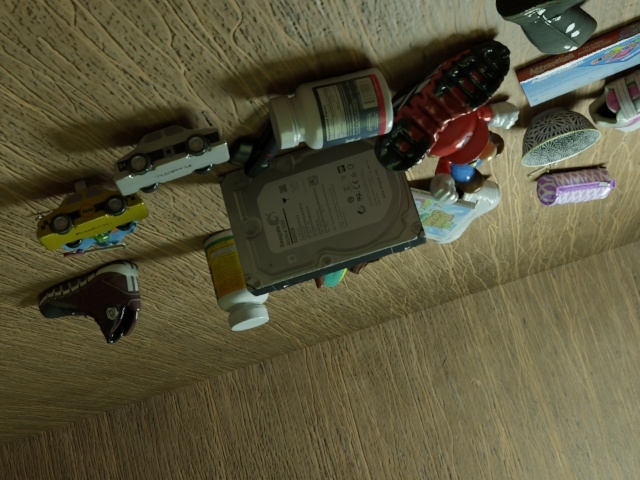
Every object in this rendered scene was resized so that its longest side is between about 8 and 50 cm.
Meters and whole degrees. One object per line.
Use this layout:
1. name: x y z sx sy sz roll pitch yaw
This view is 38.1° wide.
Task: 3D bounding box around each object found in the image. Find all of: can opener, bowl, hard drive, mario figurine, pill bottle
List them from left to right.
1. pill bottle: -0.182 0.089 2.066 0.117 0.208 0.117 -15 164 -4
2. can opener: -0.091 -0.163 1.580 0.073 0.059 0.186 -4 160 -35
3. hard drive: 0.000 -0.058 1.706 0.338 0.237 0.064 -17 164 6
4. pill bottle: 0.014 -0.203 1.462 0.180 0.108 0.108 -14 164 -8
5. mario figurine: 0.289 -0.164 1.731 0.170 0.198 0.320 -8 171 18
6. bowl: 0.482 -0.223 1.906 0.170 0.080 0.170 -14 164 -4

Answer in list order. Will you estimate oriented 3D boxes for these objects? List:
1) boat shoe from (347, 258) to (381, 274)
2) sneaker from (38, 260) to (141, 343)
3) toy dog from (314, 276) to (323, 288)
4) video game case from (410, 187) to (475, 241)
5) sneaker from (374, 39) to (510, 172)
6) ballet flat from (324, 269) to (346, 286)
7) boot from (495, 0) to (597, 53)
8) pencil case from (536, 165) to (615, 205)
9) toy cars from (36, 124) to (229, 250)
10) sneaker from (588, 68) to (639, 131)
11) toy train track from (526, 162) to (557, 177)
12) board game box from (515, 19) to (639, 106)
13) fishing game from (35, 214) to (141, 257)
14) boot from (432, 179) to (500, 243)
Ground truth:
1. boat shoe: 0.123 0.026 2.186 0.178 0.060 0.064 -34 155 -34
2. sneaker: -0.515 0.165 2.080 0.281 0.163 0.106 -25 162 26
3. toy dog: 0.000 0.000 2.035 0.220 0.161 0.334 -17 164 2
4. video game case: 0.235 -0.061 2.170 0.193 0.023 0.212 13 157 -8
5. sneaker: 0.194 -0.237 1.546 0.276 0.097 0.135 -43 -158 13
6. ballet flat: 0.057 0.006 2.241 0.077 0.077 0.231 22 115 -16
7. boot: 0.378 -0.347 1.396 0.189 0.076 0.208 -10 163 34
8. pencil case: 0.647 -0.135 2.349 0.206 0.086 0.088 -10 -163 -26
9. toy cars: -0.321 -0.100 1.536 0.393 0.087 0.176 -30 164 32
10. sneaker: 0.623 -0.281 1.811 0.111 0.103 0.252 -10 162 -26
11. toy train track: 0.543 -0.170 2.264 0.083 0.014 0.048 -28 160 36
12. board game box: 0.499 -0.326 1.674 0.281 0.027 0.145 -21 165 16
13. fishing game: -0.442 -0.009 1.793 0.189 0.041 0.264 -10 164 -11
14. boot: 0.313 -0.075 2.257 0.123 0.095 0.258 4 149 -32
